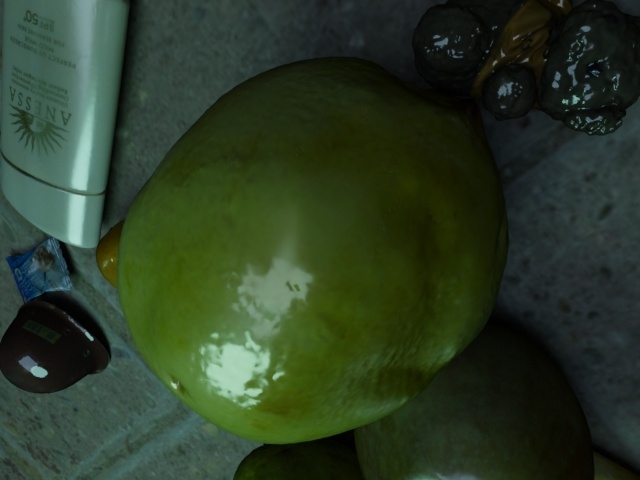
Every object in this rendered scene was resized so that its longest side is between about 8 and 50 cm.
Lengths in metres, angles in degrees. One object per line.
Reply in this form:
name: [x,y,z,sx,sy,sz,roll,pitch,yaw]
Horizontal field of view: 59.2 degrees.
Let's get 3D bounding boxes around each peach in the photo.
peach: [-0.007,0.004,0.493,0.281,0.314,0.316,55,134,43]

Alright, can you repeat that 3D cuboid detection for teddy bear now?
teddy bear: [0.190,-0.168,0.492,0.190,0.177,0.140,26,164,12]

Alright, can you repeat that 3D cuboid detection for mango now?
mango: [-0.227,0.023,0.768,0.165,0.089,0.115,-3,111,21]

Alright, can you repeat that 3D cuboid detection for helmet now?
helmet: [-0.445,0.194,0.912,0.175,0.106,0.155,28,130,-4]

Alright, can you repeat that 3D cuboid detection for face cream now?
face cream: [-0.347,-0.169,0.743,0.173,0.081,0.349,26,118,12]

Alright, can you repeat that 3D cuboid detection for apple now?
apple: [0.154,0.222,0.606,0.256,0.234,0.257,10,118,19]

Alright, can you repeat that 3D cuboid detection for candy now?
candy: [-0.450,0.051,0.907,0.136,0.038,0.088,-17,92,27]

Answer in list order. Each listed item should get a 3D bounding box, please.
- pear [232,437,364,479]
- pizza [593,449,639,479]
pear: [0.006,0.400,0.725,0.287,0.287,0.375,-41,68,31]
pizza: [0.347,0.347,0.679,0.182,0.062,0.161,32,113,2]
